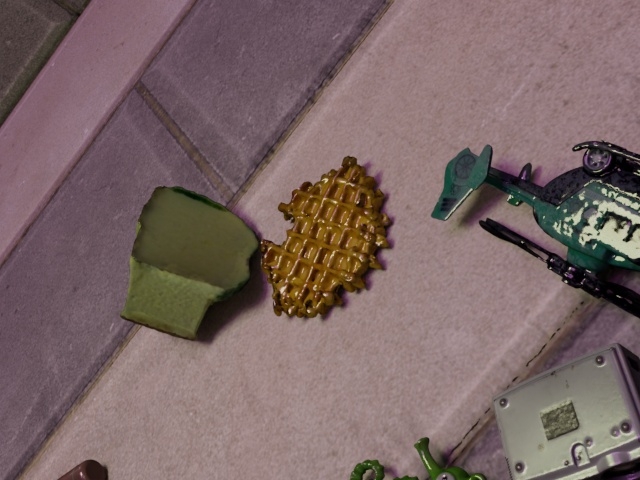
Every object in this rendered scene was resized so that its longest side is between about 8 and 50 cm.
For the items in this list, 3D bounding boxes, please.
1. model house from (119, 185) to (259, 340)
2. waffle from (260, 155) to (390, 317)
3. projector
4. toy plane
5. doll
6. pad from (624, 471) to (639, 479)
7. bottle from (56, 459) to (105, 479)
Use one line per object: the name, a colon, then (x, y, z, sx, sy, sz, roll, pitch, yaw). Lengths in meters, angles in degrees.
model house: (-0.225, 0.052, 1.217, 0.214, 0.195, 0.189, -90, 24, -51)
waffle: (0.000, 0.000, 1.089, 0.229, 0.051, 0.231, -32, 47, 23)
projector: (0.246, 0.180, 0.713, 0.147, 0.061, 0.115, -34, 45, 31)
toy plane: (0.275, -0.030, 0.802, 0.382, 0.106, 0.155, 34, 103, 45)
doll: (0.100, 0.279, 0.813, 0.190, 0.050, 0.115, -21, 56, 38)
pad: (0.286, 0.246, 0.682, 0.187, 0.006, 0.113, -54, 42, 6)
bottle: (-0.421, 0.418, 1.237, 0.140, 0.053, 0.053, -37, 45, 23)
